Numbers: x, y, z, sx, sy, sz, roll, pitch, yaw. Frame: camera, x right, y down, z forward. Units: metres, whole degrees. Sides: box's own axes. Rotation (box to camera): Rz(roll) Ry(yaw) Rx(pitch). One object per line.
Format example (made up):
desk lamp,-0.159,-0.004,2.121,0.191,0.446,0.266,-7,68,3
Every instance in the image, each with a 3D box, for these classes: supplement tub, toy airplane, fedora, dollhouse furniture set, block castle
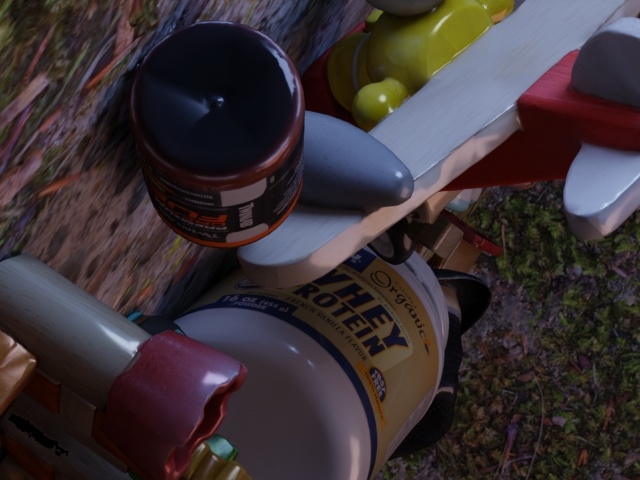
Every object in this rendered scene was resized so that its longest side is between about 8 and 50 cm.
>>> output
supplement tub,-0.019,0.122,1.649,0.228,0.228,0.316,-61,172,27
toy airplane,0.119,-0.131,1.332,0.384,0.272,0.386,-26,-163,18
supplement tub,-0.062,-0.056,1.128,0.106,0.106,0.198,-55,171,-13
fedora,0.068,0.166,2.070,0.334,0.152,0.334,-16,158,-7
dollhouse furniture set,0.067,0.023,2.227,0.201,0.152,0.374,-57,155,4
block castle,-0.184,0.235,1.156,0.303,0.213,0.453,-53,171,-26

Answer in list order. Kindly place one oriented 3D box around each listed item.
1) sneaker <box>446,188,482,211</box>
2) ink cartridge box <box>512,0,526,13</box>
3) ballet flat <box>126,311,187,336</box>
sneaker,0.158,-0.151,2.041,0.319,0.127,0.208,-88,-161,-82
ink cartridge box,0.260,-0.361,1.656,0.384,0.160,0.279,-48,168,-44
ballet flat,-0.172,0.188,1.466,0.280,0.096,0.095,-61,170,28
